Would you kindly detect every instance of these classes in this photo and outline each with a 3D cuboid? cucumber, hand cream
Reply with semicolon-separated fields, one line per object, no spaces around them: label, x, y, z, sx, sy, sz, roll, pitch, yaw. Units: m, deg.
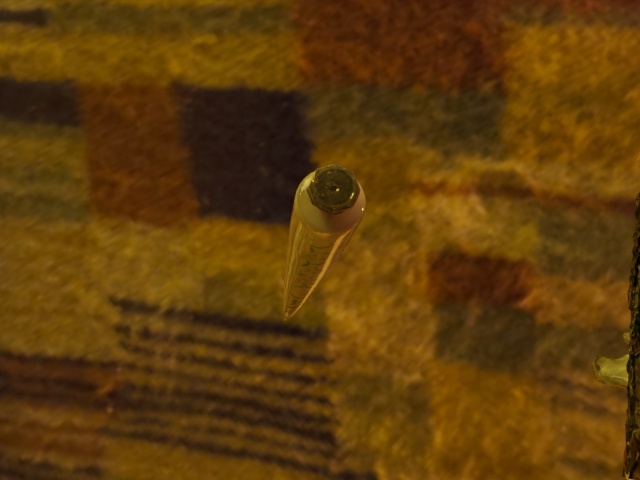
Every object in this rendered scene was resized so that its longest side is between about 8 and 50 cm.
cucumber;0.225;0.034;0.988;0.043;0.044;0.256;0;83;48
hand cream;0.000;0.000;0.955;0.042;0.067;0.194;22;162;3

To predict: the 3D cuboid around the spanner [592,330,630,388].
spanner;0.297;0.150;1.143;0.071;0.302;0.017;-29;121;-5
